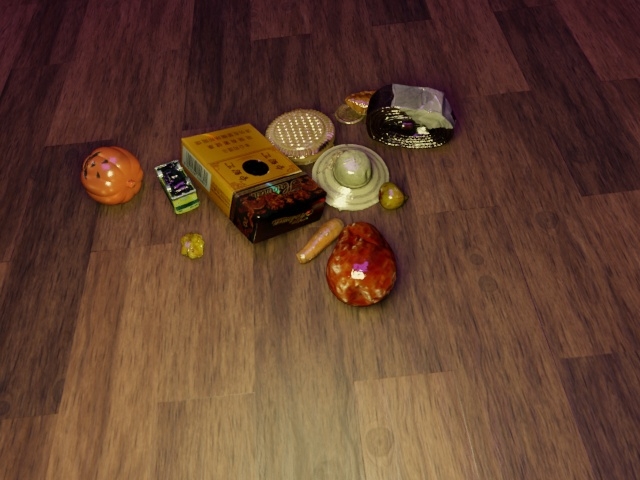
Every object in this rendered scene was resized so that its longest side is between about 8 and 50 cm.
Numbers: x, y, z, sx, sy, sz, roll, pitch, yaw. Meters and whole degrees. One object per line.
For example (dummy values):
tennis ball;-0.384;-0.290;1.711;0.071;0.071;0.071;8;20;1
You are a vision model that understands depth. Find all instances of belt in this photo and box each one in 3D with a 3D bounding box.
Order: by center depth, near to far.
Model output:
belt;0.296;-0.411;1.791;0.290;0.184;0.164;9;51;5

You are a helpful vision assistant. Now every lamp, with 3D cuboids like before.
lamp;-0.651;-0.202;1.729;0.164;0.187;0.187;22;59;19

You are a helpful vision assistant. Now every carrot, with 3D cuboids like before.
carrot;0.000;0.000;1.597;0.060;0.060;0.186;35;65;26

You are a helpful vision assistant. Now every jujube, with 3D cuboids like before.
jujube;0.110;0.057;1.479;0.190;0.189;0.255;-4;47;2

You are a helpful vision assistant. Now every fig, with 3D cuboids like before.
fig;0.226;-0.133;1.665;0.098;0.081;0.084;8;19;-8

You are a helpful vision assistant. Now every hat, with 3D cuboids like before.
hat;0.098;-0.221;1.686;0.252;0.110;0.251;1;65;-3

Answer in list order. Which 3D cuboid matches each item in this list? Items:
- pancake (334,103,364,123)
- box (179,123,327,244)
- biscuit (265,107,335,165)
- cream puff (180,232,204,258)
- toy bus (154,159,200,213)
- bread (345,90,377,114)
pancake;0.105;-0.453;1.941;0.115;0.011;0.114;-2;52;3
box;-0.209;-0.185;1.664;0.265;0.115;0.415;-21;53;-36
biscuit;-0.068;-0.351;1.842;0.260;0.079;0.259;-2;54;3
cream puff;-0.383;0.011;1.625;0.083;0.058;0.083;24;59;19
toy bus;-0.453;-0.168;1.734;0.088;0.101;0.175;-23;51;-18
bread;0.202;-0.476;1.905;0.233;0.075;0.104;-8;45;-6
